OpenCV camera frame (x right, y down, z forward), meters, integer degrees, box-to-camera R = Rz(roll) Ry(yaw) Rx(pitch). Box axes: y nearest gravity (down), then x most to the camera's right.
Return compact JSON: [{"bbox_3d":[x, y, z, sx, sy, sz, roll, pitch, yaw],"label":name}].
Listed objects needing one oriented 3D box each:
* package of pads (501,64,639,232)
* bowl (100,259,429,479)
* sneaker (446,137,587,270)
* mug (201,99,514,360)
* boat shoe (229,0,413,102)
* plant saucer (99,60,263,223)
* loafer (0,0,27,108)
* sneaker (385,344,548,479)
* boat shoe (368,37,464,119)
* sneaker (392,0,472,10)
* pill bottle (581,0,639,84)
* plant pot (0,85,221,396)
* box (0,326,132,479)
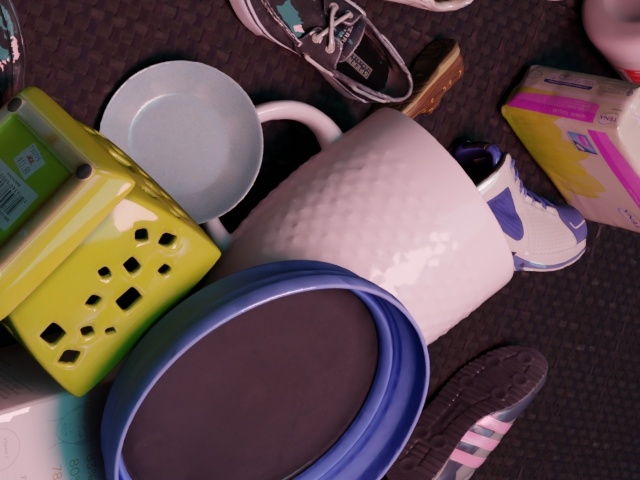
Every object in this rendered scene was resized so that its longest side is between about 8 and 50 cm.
[{"bbox_3d":[0.417,-0.122,2.190,0.101,0.229,0.296,-56,131,-15],"label":"package of pads"},{"bbox_3d":[-0.062,0.191,1.694,0.391,0.077,0.391,-18,131,-22],"label":"bowl"},{"bbox_3d":[0.259,-0.054,2.147,0.315,0.127,0.182,-7,111,-37],"label":"sneaker"},{"bbox_3d":[0.000,0.000,1.880,0.328,0.276,0.374,-37,96,-12],"label":"mug"},{"bbox_3d":[0.008,-0.259,1.878,0.301,0.102,0.108,40,78,-41],"label":"boat shoe"},{"bbox_3d":[-0.166,-0.114,1.790,0.195,0.037,0.195,0,89,-12],"label":"plant saucer"},{"bbox_3d":[-0.357,-0.176,1.614,0.078,0.076,0.223,-26,124,-40],"label":"loafer"},{"bbox_3d":[0.217,0.285,2.262,0.319,0.112,0.131,-37,143,-22],"label":"sneaker"},{"bbox_3d":[0.135,-0.194,2.035,0.178,0.064,0.060,-48,128,-21],"label":"boat shoe"},{"bbox_3d":[0.102,-0.344,1.936,0.229,0.092,0.087,0,106,-39],"label":"sneaker"},{"bbox_3d":[0.581,-0.268,2.278,0.408,0.229,0.229,39,79,-41],"label":"pill bottle"},{"bbox_3d":[-0.280,-0.010,1.584,0.227,0.228,0.207,-45,146,-3],"label":"plant pot"},{"bbox_3d":[-0.332,0.245,1.721,0.345,0.168,0.215,-14,113,-36],"label":"box"}]
